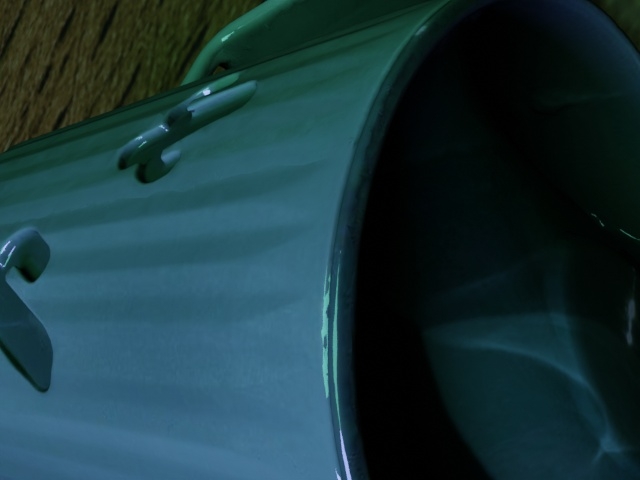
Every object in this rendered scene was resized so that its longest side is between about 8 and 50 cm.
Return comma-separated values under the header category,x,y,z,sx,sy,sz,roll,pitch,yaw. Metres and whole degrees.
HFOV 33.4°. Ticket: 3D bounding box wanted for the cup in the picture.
category,x,y,z,sx,sy,sz,roll,pitch,yaw
cup,0.009,0.022,0.607,0.392,0.401,0.310,-3,123,42
